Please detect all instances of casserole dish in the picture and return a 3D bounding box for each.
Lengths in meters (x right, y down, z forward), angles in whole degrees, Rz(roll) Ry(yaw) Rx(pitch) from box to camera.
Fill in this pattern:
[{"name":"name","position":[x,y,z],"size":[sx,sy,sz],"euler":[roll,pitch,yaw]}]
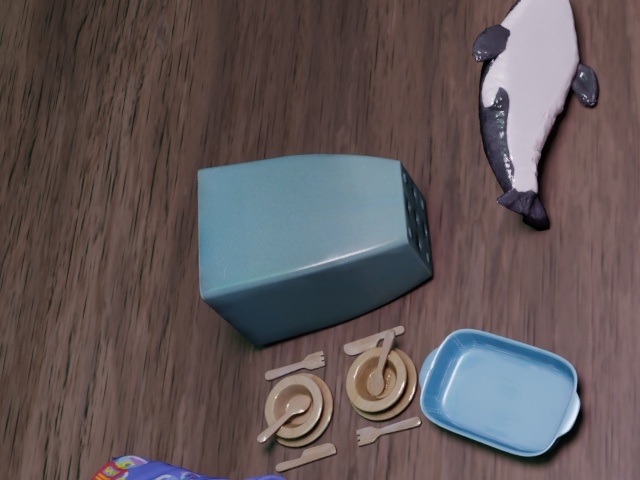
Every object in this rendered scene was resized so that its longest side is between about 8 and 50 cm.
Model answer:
[{"name":"casserole dish","position":[0.193,0.164,1.471],"size":[0.188,0.037,0.114],"euler":[16,77,36]}]

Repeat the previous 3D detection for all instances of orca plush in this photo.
[{"name":"orca plush","position":[0.232,-0.147,1.584],"size":[0.151,0.102,0.287],"euler":[1,73,-17]}]

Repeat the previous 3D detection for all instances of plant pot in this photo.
[{"name":"plant pot","position":[0.000,0.000,1.589],"size":[0.234,0.165,0.166],"euler":[-12,62,17]}]

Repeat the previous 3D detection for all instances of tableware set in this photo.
[{"name":"tableware set","position":[0.016,0.173,1.570],"size":[0.194,0.039,0.128],"euler":[-21,59,21]}]

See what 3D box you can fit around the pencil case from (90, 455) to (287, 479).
[{"name":"pencil case","position":[-0.138,0.304,1.512],"size":[0.306,0.133,0.119],"euler":[-4,105,49]}]
